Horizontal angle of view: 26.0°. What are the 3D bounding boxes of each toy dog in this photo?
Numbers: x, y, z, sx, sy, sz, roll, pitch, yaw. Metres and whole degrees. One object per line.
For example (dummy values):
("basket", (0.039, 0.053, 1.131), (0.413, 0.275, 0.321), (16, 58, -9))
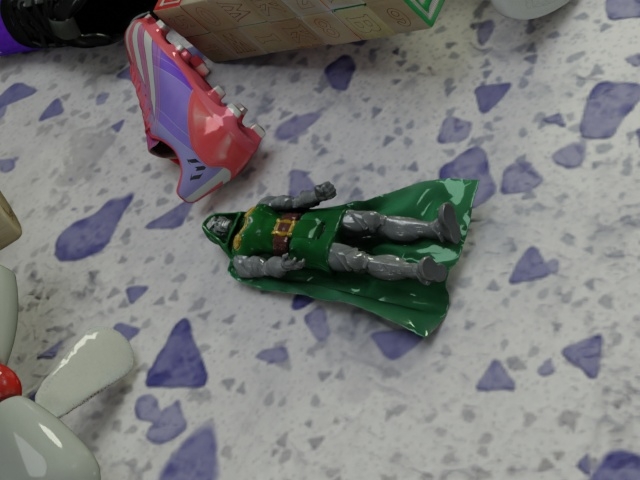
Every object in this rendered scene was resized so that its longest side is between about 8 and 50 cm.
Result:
("toy dog", (-0.267, 0.100, 1.124), (0.220, 0.161, 0.333), (-19, 61, 10))

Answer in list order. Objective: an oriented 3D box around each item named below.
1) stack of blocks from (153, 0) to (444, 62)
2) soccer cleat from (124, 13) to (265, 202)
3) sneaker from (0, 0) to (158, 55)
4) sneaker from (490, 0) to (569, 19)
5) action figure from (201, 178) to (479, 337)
("stack of blocks", (-0.002, -0.266, 1.240), (0.297, 0.087, 0.171), (-1, 59, 48))
("soccer cleat", (-0.138, -0.127, 1.272), (0.095, 0.083, 0.248), (-45, 45, 3))
("sneaker", (-0.260, -0.242, 1.402), (0.293, 0.102, 0.146), (-18, 36, 15))
("sneaker", (0.177, -0.301, 1.238), (0.147, 0.104, 0.296), (3, 52, 38))
("action figure", (0.000, 0.000, 1.100), (0.232, 0.063, 0.137), (3, 57, 35))
